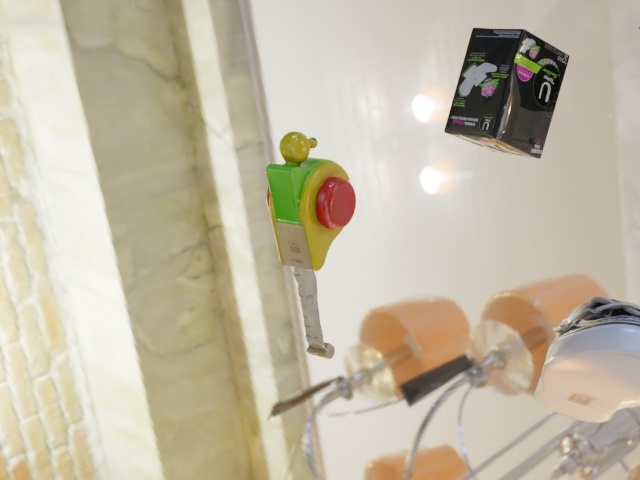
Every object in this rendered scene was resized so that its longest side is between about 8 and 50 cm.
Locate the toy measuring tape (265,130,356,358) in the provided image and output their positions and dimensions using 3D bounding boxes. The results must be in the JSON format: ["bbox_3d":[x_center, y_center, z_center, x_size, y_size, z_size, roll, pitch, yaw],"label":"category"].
[{"bbox_3d":[0.000,0.000,1.329,0.121,0.121,0.330,20,-50,45],"label":"toy measuring tape"}]

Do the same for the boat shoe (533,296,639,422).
[{"bbox_3d":[0.269,0.101,0.918,0.108,0.102,0.301,16,-15,11],"label":"boat shoe"}]

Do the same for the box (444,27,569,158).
[{"bbox_3d":[0.141,-0.111,0.736,0.052,0.062,0.083,17,-89,49],"label":"box"}]

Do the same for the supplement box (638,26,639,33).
[{"bbox_3d":[0.414,-0.171,0.815,0.191,0.194,0.129,168,-99,-79],"label":"supplement box"}]
